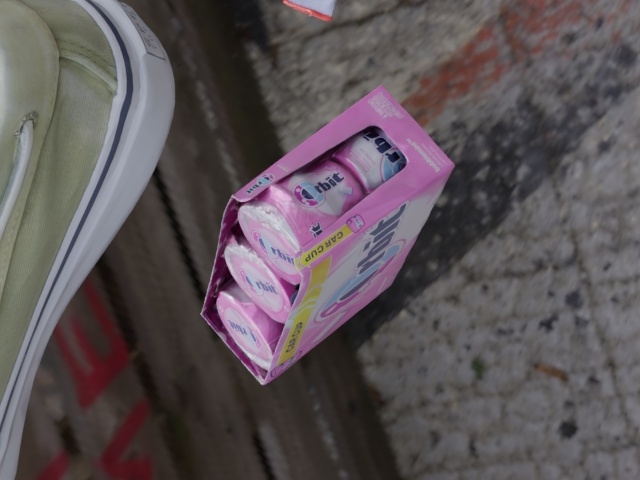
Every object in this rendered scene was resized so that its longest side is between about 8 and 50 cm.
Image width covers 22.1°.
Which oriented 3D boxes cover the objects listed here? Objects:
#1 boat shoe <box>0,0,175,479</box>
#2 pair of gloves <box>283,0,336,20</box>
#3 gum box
[{"bbox_3d":[-0.159,0.039,0.596,0.109,0.094,0.302,35,108,26],"label":"boat shoe"},{"bbox_3d":[-0.034,-0.286,1.484,0.198,0.023,0.159,20,79,21],"label":"pair of gloves"},{"bbox_3d":[0.000,0.000,0.921,0.062,0.107,0.188,48,158,12],"label":"gum box"}]
